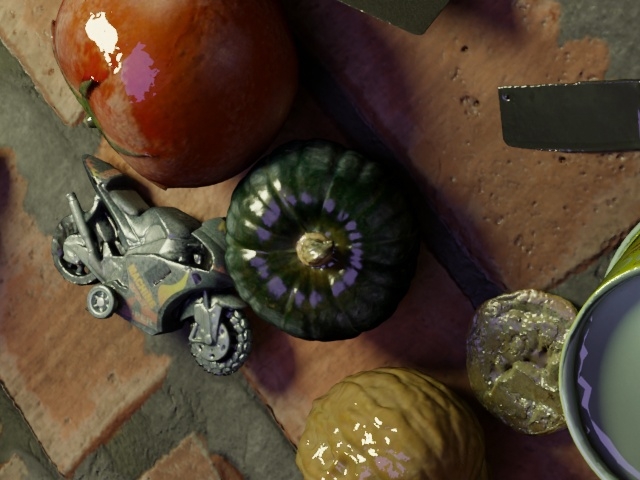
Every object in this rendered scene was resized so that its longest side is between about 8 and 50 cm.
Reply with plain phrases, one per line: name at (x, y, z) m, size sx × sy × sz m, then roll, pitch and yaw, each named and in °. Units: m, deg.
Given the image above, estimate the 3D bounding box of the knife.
knife at (0.288, -0.123, 1.307) m, size 0.245 × 0.019 × 0.072 m, roll 0°, pitch 104°, yaw 33°

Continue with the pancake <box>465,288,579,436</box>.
pancake at (0.218, 0.125, 1.393) m, size 0.158 × 0.028 × 0.158 m, roll 7°, pitch 103°, yaw 32°

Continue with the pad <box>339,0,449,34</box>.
pad at (0.050, -0.291, 1.358) m, size 0.211 × 0.143 × 0.003 m, roll 29°, pitch 158°, yaw 23°

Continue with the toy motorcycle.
toy motorcycle at (-0.186, 0.024, 1.570) m, size 0.307 × 0.108 × 0.173 m, roll 31°, pitch 105°, yaw 23°

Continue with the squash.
squash at (0.000, 0.000, 1.408) m, size 0.218 × 0.172 × 0.218 m, roll 10°, pitch 110°, yaw 29°

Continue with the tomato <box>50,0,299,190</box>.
tomato at (-0.144, -0.191, 1.411) m, size 0.264 × 0.265 × 0.265 m, roll 7°, pitch 104°, yaw 29°

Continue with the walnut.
walnut at (0.080, 0.231, 1.390) m, size 0.213 × 0.213 × 0.213 m, roll 7°, pitch 104°, yaw 29°

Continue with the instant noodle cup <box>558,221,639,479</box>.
instant noodle cup at (0.355, 0.110, 1.195) m, size 0.311 × 0.221 × 0.311 m, roll 7°, pitch 103°, yaw 30°
